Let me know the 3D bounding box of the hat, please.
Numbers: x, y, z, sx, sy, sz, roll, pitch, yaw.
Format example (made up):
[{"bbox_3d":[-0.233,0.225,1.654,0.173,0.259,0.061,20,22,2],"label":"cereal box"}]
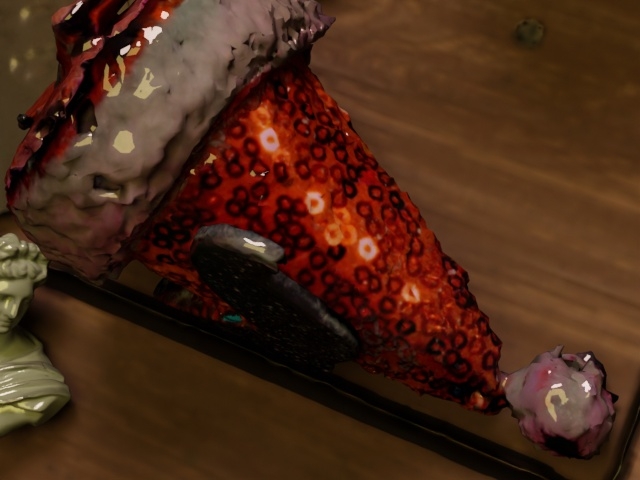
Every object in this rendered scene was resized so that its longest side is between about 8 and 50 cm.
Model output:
[{"bbox_3d":[-0.002,0.003,0.536,0.227,0.140,0.129,38,52,-1],"label":"hat"}]

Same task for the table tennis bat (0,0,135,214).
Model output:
[{"bbox_3d":[-0.090,-0.083,0.623,0.234,0.022,0.131,-15,77,19],"label":"table tennis bat"}]

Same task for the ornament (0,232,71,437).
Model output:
[{"bbox_3d":[-0.127,0.043,0.604,0.068,0.041,0.092,1,91,26],"label":"ornament"}]
